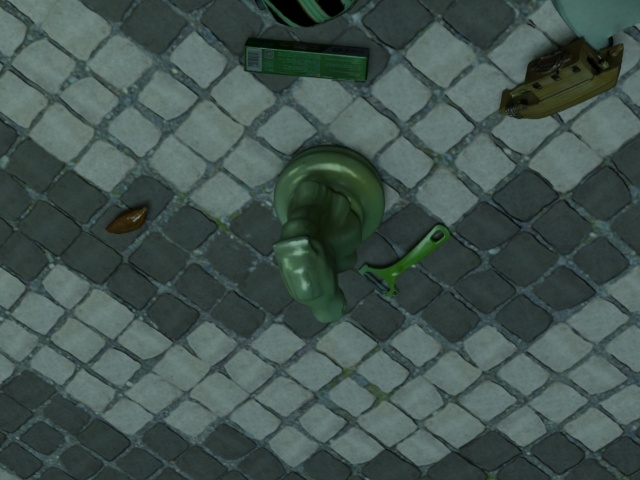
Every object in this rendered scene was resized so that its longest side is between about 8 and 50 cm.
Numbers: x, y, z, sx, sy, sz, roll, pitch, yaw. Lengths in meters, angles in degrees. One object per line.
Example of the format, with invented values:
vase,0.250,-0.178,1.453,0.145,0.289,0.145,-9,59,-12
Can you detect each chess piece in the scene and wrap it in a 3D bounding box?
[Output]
chess piece,0.000,0.000,1.789,0.176,0.298,0.175,4,122,6

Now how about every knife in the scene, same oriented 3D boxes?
knife,0.140,0.031,1.955,0.078,0.022,0.166,38,123,-23

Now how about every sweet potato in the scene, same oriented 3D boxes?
sweet potato,-0.307,-0.030,1.980,0.095,0.034,0.034,-23,118,34

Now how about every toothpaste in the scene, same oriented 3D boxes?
toothpaste,-0.021,-0.258,1.772,0.179,0.037,0.043,6,122,5

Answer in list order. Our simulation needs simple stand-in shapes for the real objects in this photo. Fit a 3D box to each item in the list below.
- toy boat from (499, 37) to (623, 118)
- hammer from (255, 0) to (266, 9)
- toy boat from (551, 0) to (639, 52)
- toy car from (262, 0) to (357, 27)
toy boat,0.326,-0.220,1.704,0.077,0.057,0.200,36,143,-28
hammer,-0.052,-0.444,1.648,0.137,0.037,0.289,11,125,4
toy boat,0.370,-0.345,1.636,0.134,0.079,0.208,-22,129,31
toy car,-0.063,-0.399,1.582,0.136,0.125,0.306,-21,115,24
